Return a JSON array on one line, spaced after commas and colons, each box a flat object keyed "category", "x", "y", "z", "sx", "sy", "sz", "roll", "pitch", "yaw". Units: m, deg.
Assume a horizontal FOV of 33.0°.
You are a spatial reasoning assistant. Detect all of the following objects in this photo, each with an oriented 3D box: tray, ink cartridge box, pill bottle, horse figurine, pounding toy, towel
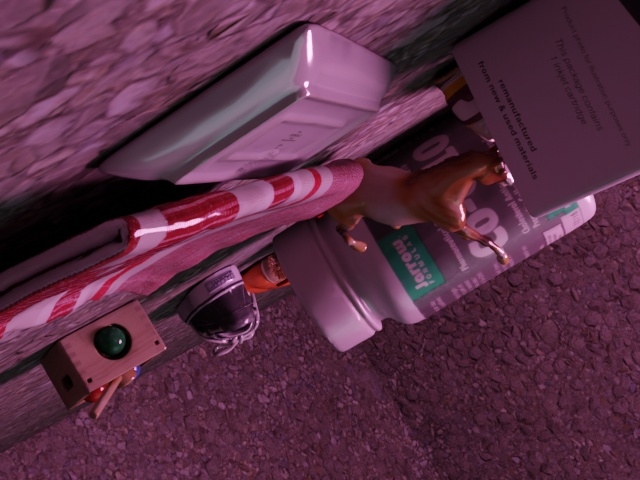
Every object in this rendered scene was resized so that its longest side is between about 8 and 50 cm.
[{"category": "tray", "x": -0.027, "y": -0.075, "z": 0.696, "sx": 0.145, "sy": 0.030, "sz": 0.270, "roll": -31, "pitch": 176, "yaw": 14}, {"category": "ink cartridge box", "x": 0.351, "y": -0.192, "z": 0.854, "sx": 0.395, "sy": 0.166, "sz": 0.285, "roll": -26, "pitch": -179, "yaw": 40}, {"category": "pill bottle", "x": 0.136, "y": -0.024, "z": 1.341, "sx": 0.361, "sy": 0.204, "sz": 0.204, "roll": -32, "pitch": 176, "yaw": 5}, {"category": "horse figurine", "x": 0.081, "y": -0.038, "z": 1.105, "sx": 0.263, "sy": 0.066, "sz": 0.174, "roll": 7, "pitch": 157, "yaw": 29}, {"category": "pounding toy", "x": -0.257, "y": 0.150, "z": 1.284, "sx": 0.130, "sy": 0.100, "sz": 0.141, "roll": -29, "pitch": 176, "yaw": -31}, {"category": "towel", "x": -0.127, "y": 0.014, "z": 0.762, "sx": 0.237, "sy": 0.037, "sz": 0.329, "roll": -24, "pitch": 179, "yaw": 26}]

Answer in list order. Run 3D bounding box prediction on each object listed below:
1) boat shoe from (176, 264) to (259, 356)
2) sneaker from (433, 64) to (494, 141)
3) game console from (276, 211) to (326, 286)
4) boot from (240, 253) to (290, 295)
[{"category": "boat shoe", "x": -0.147, "y": 0.115, "z": 1.678, "sx": 0.113, "sy": 0.105, "sz": 0.306, "roll": -30, "pitch": 176, "yaw": -18}, {"category": "sneaker", "x": 0.168, "y": -0.134, "z": 1.042, "sx": 0.069, "sy": 0.084, "sz": 0.185, "roll": -33, "pitch": 176, "yaw": 28}, {"category": "game console", "x": 0.000, "y": 0.000, "z": 1.658, "sx": 0.085, "sy": 0.124, "sz": 0.144, "roll": 12, "pitch": -153, "yaw": 37}, {"category": "boot", "x": -0.087, "y": 0.059, "z": 1.845, "sx": 0.084, "sy": 0.059, "sz": 0.158, "roll": -29, "pitch": 169, "yaw": 20}]
